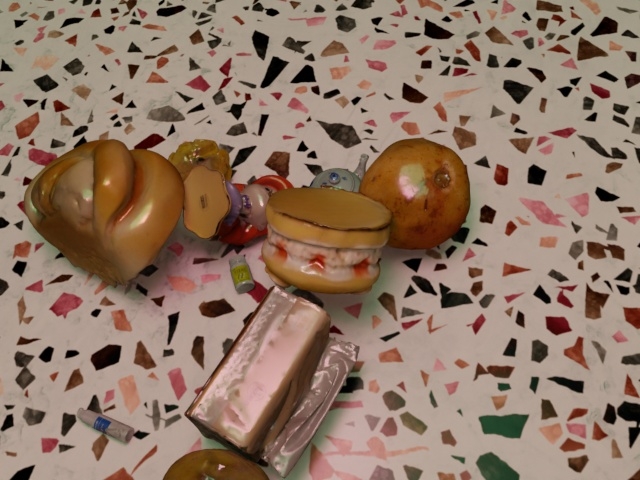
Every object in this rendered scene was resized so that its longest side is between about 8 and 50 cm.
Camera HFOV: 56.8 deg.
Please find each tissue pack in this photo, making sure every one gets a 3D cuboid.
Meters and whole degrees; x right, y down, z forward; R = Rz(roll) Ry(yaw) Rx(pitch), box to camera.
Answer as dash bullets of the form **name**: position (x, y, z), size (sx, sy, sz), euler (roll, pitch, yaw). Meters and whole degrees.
- **tissue pack**: position (-0.081, 0.287, 1.177), size (0.239, 0.238, 0.305), euler (25, 64, 18)

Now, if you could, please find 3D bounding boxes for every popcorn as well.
- **popcorn**: position (-0.308, -0.186, 1.512), size (0.167, 0.152, 0.148), euler (9, 95, -17)

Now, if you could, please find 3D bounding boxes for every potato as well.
- **potato**: position (-0.183, 0.469, 1.045), size (0.230, 0.266, 0.229), euler (0, 52, 0)

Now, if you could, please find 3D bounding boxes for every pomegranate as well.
- **pomegranate**: position (0.208, -0.104, 1.352), size (0.265, 0.264, 0.264), euler (-2, 60, 4)

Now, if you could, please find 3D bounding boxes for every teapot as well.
- **teapot**: position (0.034, -0.110, 1.429), size (0.159, 0.159, 0.232), euler (39, 70, 23)

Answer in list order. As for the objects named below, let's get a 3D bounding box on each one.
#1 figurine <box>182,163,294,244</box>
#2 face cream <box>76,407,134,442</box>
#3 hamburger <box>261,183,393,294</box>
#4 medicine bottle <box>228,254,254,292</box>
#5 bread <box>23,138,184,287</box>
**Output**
- **figurine**: position (-0.195, -0.079, 1.400), size (0.181, 0.257, 0.208), euler (41, 109, 31)
- **face cream**: position (-0.457, 0.387, 1.251), size (0.130, 0.034, 0.034), euler (19, 64, 15)
- **hamburger**: position (0.000, 0.000, 1.233), size (0.261, 0.186, 0.302), euler (2, 25, -20)
- **medicine bottle**: position (-0.187, 0.078, 1.396), size (0.047, 0.047, 0.083), euler (-19, 61, -6)
- **bread**: position (-0.501, -0.063, 1.333), size (0.424, 0.245, 0.328), euler (3, 82, 43)
